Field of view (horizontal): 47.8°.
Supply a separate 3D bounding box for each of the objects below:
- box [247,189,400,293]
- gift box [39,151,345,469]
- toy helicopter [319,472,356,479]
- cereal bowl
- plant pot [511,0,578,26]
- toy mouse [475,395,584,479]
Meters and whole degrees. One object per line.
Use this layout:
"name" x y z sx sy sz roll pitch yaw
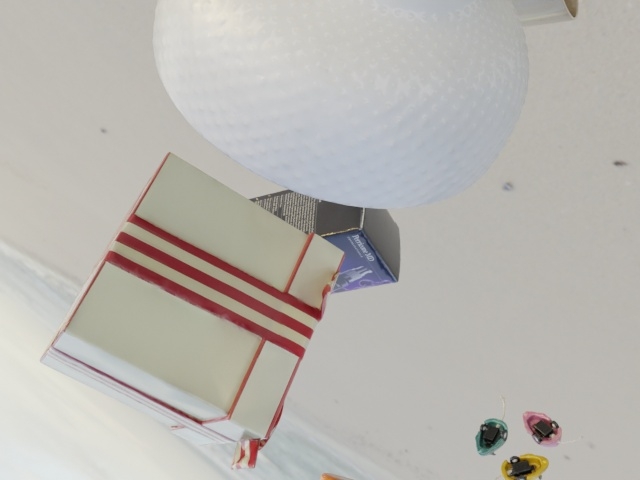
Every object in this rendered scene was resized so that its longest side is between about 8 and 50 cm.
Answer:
"box" 0.000 0.000 1.095 0.207 0.108 0.153 -12 142 23
"gift box" -0.130 0.090 0.795 0.258 0.255 0.276 31 158 -16
"toy helicopter" 0.135 0.451 1.066 0.235 0.140 0.355 9 165 27
"cereal bowl" 0.032 -0.198 0.617 0.339 0.339 0.141 36 139 12
"plant pot" 0.316 -0.502 1.363 0.274 0.256 0.256 -10 133 30
"toy mouse" 0.275 0.277 1.006 0.143 0.161 0.031 -104 -7 -56
